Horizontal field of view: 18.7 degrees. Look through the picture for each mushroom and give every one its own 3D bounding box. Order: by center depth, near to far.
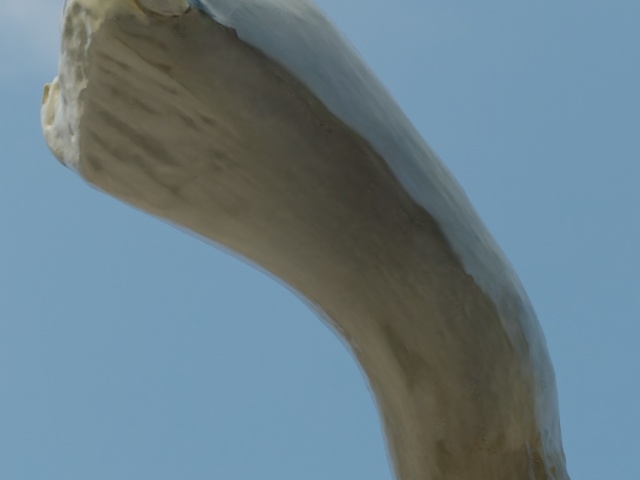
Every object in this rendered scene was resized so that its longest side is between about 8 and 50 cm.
[{"bbox_3d":[0.001,-0.002,0.647,0.278,0.096,0.099,49,-21,-6],"label":"mushroom"}]
